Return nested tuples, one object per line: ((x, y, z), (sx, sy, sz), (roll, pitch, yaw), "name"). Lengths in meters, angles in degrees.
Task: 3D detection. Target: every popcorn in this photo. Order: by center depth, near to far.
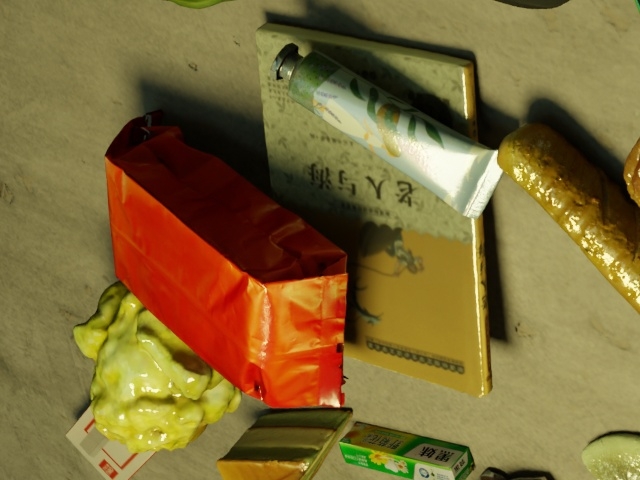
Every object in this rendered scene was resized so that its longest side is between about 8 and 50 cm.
((-0.197, 0.146, 1.982), (0.255, 0.195, 0.256), (39, 115, 54), "popcorn")

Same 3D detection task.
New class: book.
((0.058, -0.031, 1.685), (0.269, 0.032, 0.388), (14, 124, 35), "book")

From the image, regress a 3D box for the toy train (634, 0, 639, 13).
((0.253, -0.268, 1.300), (0.042, 0.044, 0.209), (-3, 121, 48), "toy train")

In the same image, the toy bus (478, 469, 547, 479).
((0.168, 0.371, 1.932), (0.138, 0.097, 0.342), (53, 144, -11), "toy bus")

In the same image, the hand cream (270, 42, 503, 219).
((0.066, -0.118, 1.574), (0.256, 0.055, 0.088), (32, 126, 11), "hand cream")

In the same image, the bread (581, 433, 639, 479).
((0.372, 0.273, 1.689), (0.193, 0.036, 0.112), (43, 142, 5), "bread")

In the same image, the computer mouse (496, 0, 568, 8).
((0.155, -0.257, 1.398), (0.172, 0.057, 0.099), (32, 139, 15), "computer mouse")

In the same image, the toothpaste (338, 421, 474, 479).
((0.103, 0.262, 1.943), (0.178, 0.043, 0.037), (7, 125, 41), "toothpaste")

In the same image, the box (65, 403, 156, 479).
((-0.293, 0.279, 2.351), (0.123, 0.050, 0.229), (46, 144, 1), "box")

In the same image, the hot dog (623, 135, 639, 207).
((0.350, -0.062, 1.353), (0.160, 0.099, 0.227), (33, 139, 18), "hot dog")

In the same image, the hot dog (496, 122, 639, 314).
((0.279, -0.001, 1.492), (0.286, 0.088, 0.061), (43, 138, 1), "hot dog")

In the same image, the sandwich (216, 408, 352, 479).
((-0.021, 0.305, 2.049), (0.187, 0.117, 0.144), (-8, 120, 46), "sandwich")

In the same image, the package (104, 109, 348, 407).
((-0.120, 0.019, 1.786), (0.423, 0.123, 0.196), (39, 140, 40), "package")

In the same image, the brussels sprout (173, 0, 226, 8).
((-0.114, -0.357, 1.395), (0.371, 0.276, 0.314), (15, 130, 37), "brussels sprout")
